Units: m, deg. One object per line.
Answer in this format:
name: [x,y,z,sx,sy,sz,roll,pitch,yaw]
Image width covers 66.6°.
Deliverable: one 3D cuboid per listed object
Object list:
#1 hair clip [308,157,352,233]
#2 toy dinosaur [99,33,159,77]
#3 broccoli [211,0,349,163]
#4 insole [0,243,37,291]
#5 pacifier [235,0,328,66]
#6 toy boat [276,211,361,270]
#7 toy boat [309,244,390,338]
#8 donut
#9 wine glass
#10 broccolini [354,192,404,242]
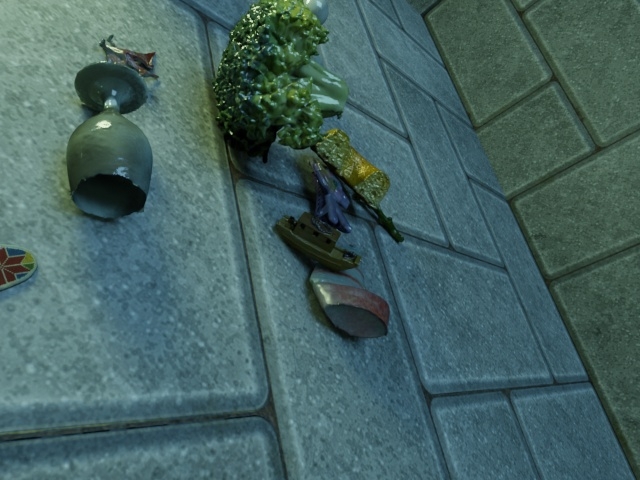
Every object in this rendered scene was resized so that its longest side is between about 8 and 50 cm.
hair clip: [0.023,-0.099,1.201,0.137,0.090,0.279,37,38,-38]
toy dinosaur: [-0.373,-0.347,0.944,0.108,0.032,0.220,42,34,-19]
broccoli: [-0.079,-0.338,1.053,0.280,0.293,0.348,14,86,-23]
insole: [-0.432,0.039,0.572,0.193,0.006,0.065,-11,72,-56]
pacifier: [-0.076,-0.583,1.339,0.244,0.233,0.299,49,34,-8]
toy boat: [0.000,0.000,1.058,0.200,0.077,0.057,32,31,0]
toy boat: [0.065,0.086,1.124,0.206,0.096,0.282,25,33,-17]
donut: [0.065,-0.205,1.298,0.259,0.101,0.152,38,5,-30]
wine glass: [-0.328,-0.159,0.765,0.126,0.126,0.241,18,48,-45]
broccolini: [0.177,-0.078,1.436,0.067,0.058,0.216,-49,118,-14]
